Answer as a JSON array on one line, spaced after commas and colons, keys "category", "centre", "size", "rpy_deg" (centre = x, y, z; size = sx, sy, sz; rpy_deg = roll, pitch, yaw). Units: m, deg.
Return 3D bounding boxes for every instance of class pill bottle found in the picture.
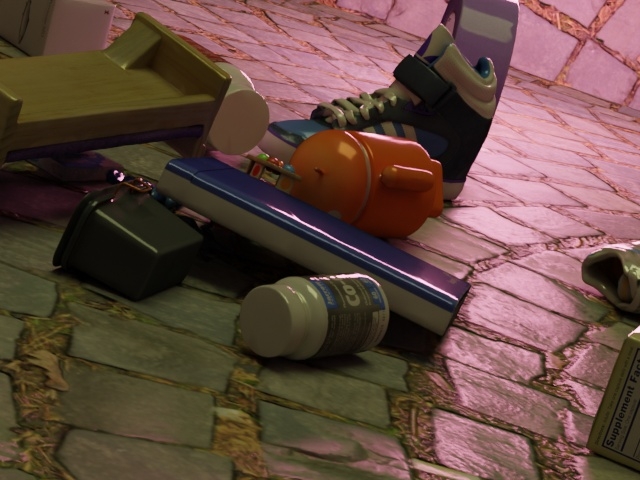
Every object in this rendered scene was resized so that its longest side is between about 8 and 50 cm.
[{"category": "pill bottle", "centre": [-0.161, -0.191, 2.201], "size": [0.121, 0.121, 0.216], "rpy_deg": [5, 19, -37]}, {"category": "pill bottle", "centre": [-0.006, 0.070, 1.527], "size": [0.078, 0.078, 0.137], "rpy_deg": [28, 19, 35]}]

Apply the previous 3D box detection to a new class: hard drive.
[{"category": "hard drive", "centre": [0.000, 0.000, 1.719], "size": [0.319, 0.040, 0.210], "rpy_deg": [27, 7, 6]}]

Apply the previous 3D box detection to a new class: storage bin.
[{"category": "storage bin", "centre": [-0.175, -0.001, 1.589], "size": [0.091, 0.098, 0.135], "rpy_deg": [31, 18, 13]}]

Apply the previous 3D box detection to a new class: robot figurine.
[{"category": "robot figurine", "centre": [0.048, -0.066, 1.980], "size": [0.219, 0.128, 0.158], "rpy_deg": [5, 30, -41]}]

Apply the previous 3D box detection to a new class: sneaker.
[{"category": "sneaker", "centre": [0.090, -0.195, 2.262], "size": [0.323, 0.236, 0.130], "rpy_deg": [10, 16, -23]}, {"category": "sneaker", "centre": [0.413, 0.067, 1.997], "size": [0.092, 0.087, 0.229], "rpy_deg": [-6, 20, -33]}]

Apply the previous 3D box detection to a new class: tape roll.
[{"category": "tape roll", "centre": [0.214, -0.246, 2.500], "size": [0.090, 0.274, 0.275], "rpy_deg": [16, 15, -5]}]

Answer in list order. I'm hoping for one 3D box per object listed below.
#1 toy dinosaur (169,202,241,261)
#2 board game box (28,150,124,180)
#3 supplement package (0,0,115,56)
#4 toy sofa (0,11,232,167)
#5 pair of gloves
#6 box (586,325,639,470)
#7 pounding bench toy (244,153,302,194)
[{"category": "toy dinosaur", "centre": [-0.126, -0.009, 1.752], "size": [0.082, 0.047, 0.090], "rpy_deg": [26, 3, -23]}, {"category": "board game box", "centre": [-0.290, -0.093, 1.910], "size": [0.090, 0.020, 0.090], "rpy_deg": [28, 20, 34]}, {"category": "supplement package", "centre": [-0.402, -0.334, 2.478], "size": [0.105, 0.105, 0.179], "rpy_deg": [4, 19, -39]}, {"category": "toy sofa", "centre": [-0.275, -0.125, 1.746], "size": [0.150, 0.177, 0.362], "rpy_deg": [37, 27, 24]}, {"category": "pair of gloves", "centre": [-0.138, -0.040, 1.830], "size": [0.198, 0.023, 0.159], "rpy_deg": [21, 4, 6]}, {"category": "box", "centre": [0.403, 0.166, 1.551], "size": [0.243, 0.117, 0.213], "rpy_deg": [23, 17, 18]}, {"category": "pounding bench toy", "centre": [-0.070, -0.067, 1.904], "size": [0.052, 0.065, 0.083], "rpy_deg": [24, 0, -33]}]
